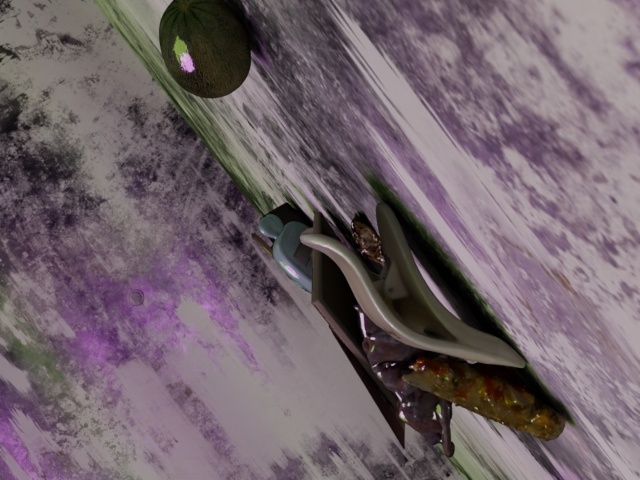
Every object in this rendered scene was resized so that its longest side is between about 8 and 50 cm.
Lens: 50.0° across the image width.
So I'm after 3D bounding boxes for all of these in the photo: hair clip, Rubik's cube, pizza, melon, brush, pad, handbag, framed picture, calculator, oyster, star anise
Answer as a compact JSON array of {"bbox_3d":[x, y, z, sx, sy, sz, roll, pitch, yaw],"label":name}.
[{"bbox_3d":[0.104,0.071,0.859,0.282,0.113,0.172,52,174,-1],"label":"hair clip"},{"bbox_3d":[0.002,0.002,1.397,0.075,0.073,0.084,54,171,-21],"label":"Rubik's cube"},{"bbox_3d":[0.188,0.175,0.845,0.198,0.062,0.188,19,180,-24],"label":"pizza"},{"bbox_3d":[-0.147,-0.246,0.885,0.114,0.114,0.167,50,171,17],"label":"melon"},{"bbox_3d":[-0.101,0.044,1.652,0.196,0.021,0.070,44,167,22],"label":"brush"},{"bbox_3d":[0.099,0.226,1.317,0.300,0.005,0.202,60,-161,-18],"label":"pad"},{"bbox_3d":[-0.014,0.059,1.702,0.257,0.113,0.285,32,159,48],"label":"handbag"},{"bbox_3d":[0.073,0.135,1.312,0.335,0.022,0.247,54,-158,-34],"label":"framed picture"},{"bbox_3d":[-0.011,0.048,1.442,0.295,0.042,0.184,39,-153,-7],"label":"calculator"},{"bbox_3d":[0.066,-0.005,1.087,0.086,0.029,0.132,45,172,50],"label":"oyster"},{"bbox_3d":[0.162,0.212,1.207,0.359,0.139,0.316,54,-165,-61],"label":"star anise"}]
